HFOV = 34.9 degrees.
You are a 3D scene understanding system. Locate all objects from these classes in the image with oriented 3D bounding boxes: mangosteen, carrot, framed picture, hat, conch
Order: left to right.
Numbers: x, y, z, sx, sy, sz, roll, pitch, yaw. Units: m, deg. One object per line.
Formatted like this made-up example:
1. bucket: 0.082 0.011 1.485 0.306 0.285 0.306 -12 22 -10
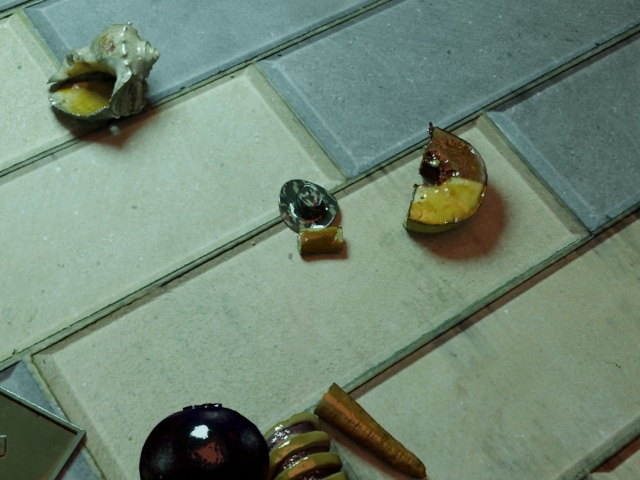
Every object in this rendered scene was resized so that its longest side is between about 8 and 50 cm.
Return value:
1. framed picture: -0.515 0.314 1.563 0.250 0.016 0.184 25 60 6
2. conch: -0.400 -0.297 1.863 0.245 0.163 0.178 -8 39 20
3. mangosteen: -0.167 0.358 1.507 0.194 0.194 0.230 -8 82 -14
4. hat: -0.023 -0.073 1.849 0.121 0.050 0.121 3 58 -5
5. carrot: 0.086 0.317 1.642 0.210 0.061 0.061 37 61 9

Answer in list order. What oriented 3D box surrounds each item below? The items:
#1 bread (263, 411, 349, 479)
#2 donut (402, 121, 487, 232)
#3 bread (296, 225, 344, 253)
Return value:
1. bread: -0.018 0.379 1.569 0.134 0.081 0.225 -21 66 -19
2. donut: 0.227 -0.092 1.881 0.141 0.085 0.217 21 60 3
3. bread: 0.000 0.000 1.819 0.083 0.036 0.047 -3 76 -12
